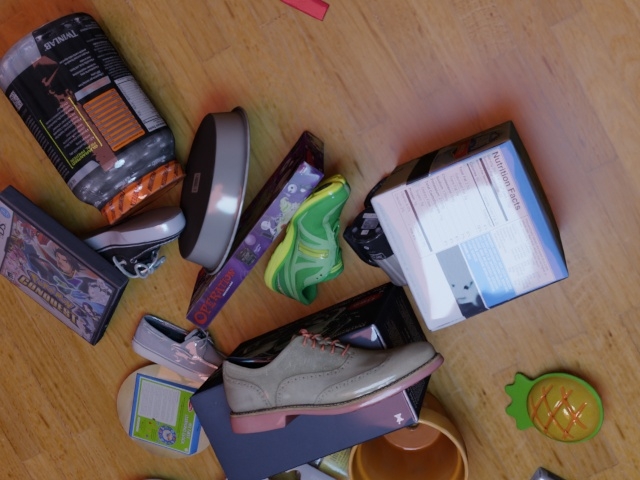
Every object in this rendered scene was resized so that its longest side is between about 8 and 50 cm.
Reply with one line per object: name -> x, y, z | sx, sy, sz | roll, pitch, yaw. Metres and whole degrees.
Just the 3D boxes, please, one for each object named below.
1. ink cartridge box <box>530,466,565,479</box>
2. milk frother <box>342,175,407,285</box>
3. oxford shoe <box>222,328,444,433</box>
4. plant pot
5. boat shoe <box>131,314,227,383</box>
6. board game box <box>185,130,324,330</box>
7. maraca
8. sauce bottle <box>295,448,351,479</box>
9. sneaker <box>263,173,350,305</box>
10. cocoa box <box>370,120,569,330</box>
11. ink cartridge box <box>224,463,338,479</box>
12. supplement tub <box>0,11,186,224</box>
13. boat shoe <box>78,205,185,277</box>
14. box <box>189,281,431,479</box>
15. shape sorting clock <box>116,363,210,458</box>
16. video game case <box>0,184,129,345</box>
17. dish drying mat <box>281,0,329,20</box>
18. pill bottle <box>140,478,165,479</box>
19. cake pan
ink cartridge box -> 0.431, 0.561, 1.910 | 0.189, 0.066, 0.232 | 28, 101, 4
milk frother -> 0.126, -0.020, 1.827 | 0.143, 0.129, 0.135 | -51, 128, -11
oxford shoe -> 0.008, 0.192, 1.556 | 0.348, 0.123, 0.130 | -17, 91, 13
plant pot -> 0.159, 0.360, 1.841 | 0.205, 0.188, 0.205 | 2, 110, 6
boat shoe -> -0.247, 0.204, 1.950 | 0.227, 0.079, 0.081 | 20, 109, 9
board game box -> -0.112, -0.022, 1.808 | 0.056, 0.208, 0.347 | 36, 106, -8
maraca -> 0.412, 0.294, 1.837 | 0.185, 0.099, 0.127 | 3, 98, 37
sauce bottle -> 0.122, 0.473, 1.920 | 0.344, 0.111, 0.111 | 28, 106, 5
sneaker -> 0.000, 0.000, 1.810 | 0.123, 0.109, 0.295 | 35, 135, 9
cocoa box -> 0.247, -0.037, 1.663 | 0.228, 0.347, 0.231 | -23, 96, 14
ink cartridge box -> -0.119, 0.571, 1.838 | 0.385, 0.308, 0.091 | -53, 126, -18
supplement tub -> -0.397, -0.210, 1.820 | 0.207, 0.207, 0.338 | -33, 92, 16
boat shoe -> -0.333, 0.016, 1.861 | 0.306, 0.113, 0.105 | -14, 106, 42
box -> 0.000, 0.238, 1.789 | 0.343, 0.312, 0.179 | -24, 97, 14
shape sorting clock -> -0.294, 0.330, 2.005 | 0.206, 0.040, 0.206 | 5, 110, 13
video game case -> -0.494, 0.053, 1.917 | 0.275, 0.035, 0.248 | 38, 142, 1
dish drying mat -> -0.027, -0.415, 1.811 | 0.083, 0.008, 0.032 | 27, 105, 5
pill bottle -> -0.336, 0.636, 2.008 | 0.181, 0.181, 0.323 | 12, 104, 8
cake pan -> -0.187, -0.089, 1.769 | 0.054, 0.293, 0.293 | 10, 105, -18
